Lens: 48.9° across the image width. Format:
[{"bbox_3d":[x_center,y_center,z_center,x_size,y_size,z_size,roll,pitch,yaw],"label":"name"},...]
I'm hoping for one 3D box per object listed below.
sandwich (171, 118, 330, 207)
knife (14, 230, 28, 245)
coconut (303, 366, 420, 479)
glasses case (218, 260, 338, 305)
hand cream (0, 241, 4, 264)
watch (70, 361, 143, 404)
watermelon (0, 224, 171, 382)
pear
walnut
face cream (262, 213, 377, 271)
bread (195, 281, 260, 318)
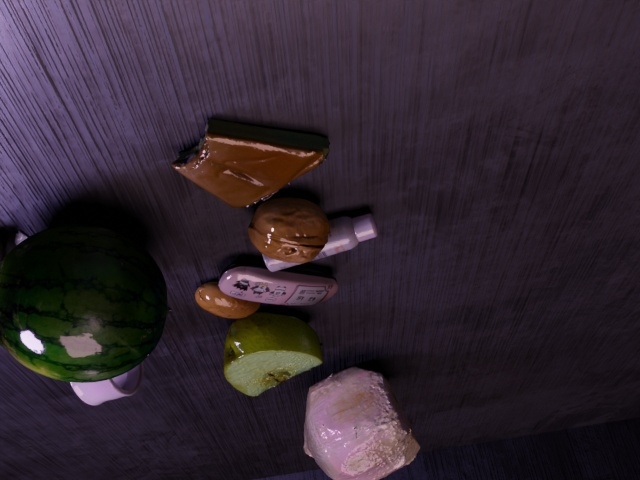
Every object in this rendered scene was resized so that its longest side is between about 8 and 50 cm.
[{"bbox_3d":[-0.136,-0.165,1.344,0.245,0.063,0.212,-28,142,24],"label":"sandwich"},{"bbox_3d":[-0.629,0.062,1.610,0.047,0.017,0.298,-12,144,0],"label":"knife"},{"bbox_3d":[0.108,0.629,2.369,0.405,0.404,0.404,-7,148,-4],"label":"coconut"},{"bbox_3d":[-0.103,0.110,1.772,0.314,0.075,0.122,10,144,-29],"label":"glasses case"},{"bbox_3d":[-0.714,0.060,1.530,0.084,0.084,0.203,-3,152,-11],"label":"hand cream"},{"bbox_3d":[-0.576,0.294,1.790,0.196,0.231,0.244,-16,151,14],"label":"watch"},{"bbox_3d":[-0.492,0.131,1.465,0.363,0.363,0.363,-7,148,-4],"label":"watermelon"},{"bbox_3d":[-0.167,0.298,1.979,0.292,0.159,0.292,-9,145,-6],"label":"pear"},{"bbox_3d":[-0.062,-0.024,1.522,0.180,0.144,0.144,16,141,-21],"label":"walnut"},{"bbox_3d":[0.000,0.000,1.623,0.269,0.082,0.082,-16,147,11],"label":"face cream"},{"bbox_3d":[-0.236,0.160,1.820,0.189,0.077,0.114,23,131,-37],"label":"bread"}]
